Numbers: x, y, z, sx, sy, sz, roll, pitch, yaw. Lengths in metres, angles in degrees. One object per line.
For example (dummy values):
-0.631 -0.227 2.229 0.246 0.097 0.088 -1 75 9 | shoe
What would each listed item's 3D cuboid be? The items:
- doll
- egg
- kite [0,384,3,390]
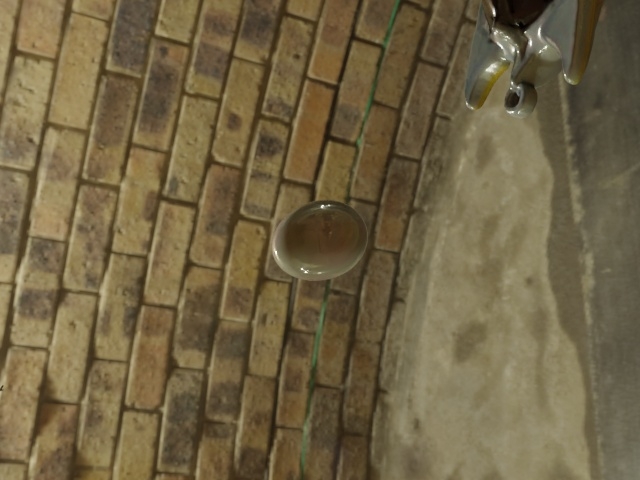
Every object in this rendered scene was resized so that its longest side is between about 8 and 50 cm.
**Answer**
0.196 -0.263 0.667 0.145 0.103 0.316 4 87 43 | doll
0.000 0.000 0.965 0.103 0.135 0.103 24 122 45 | egg
-0.581 0.275 1.048 0.015 0.285 0.152 55 176 18 | kite
